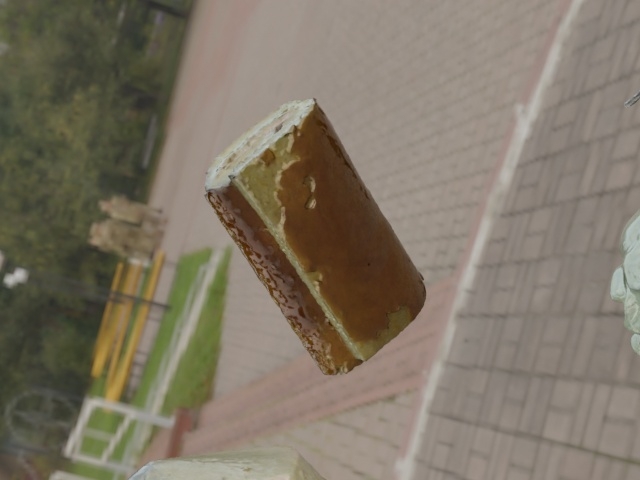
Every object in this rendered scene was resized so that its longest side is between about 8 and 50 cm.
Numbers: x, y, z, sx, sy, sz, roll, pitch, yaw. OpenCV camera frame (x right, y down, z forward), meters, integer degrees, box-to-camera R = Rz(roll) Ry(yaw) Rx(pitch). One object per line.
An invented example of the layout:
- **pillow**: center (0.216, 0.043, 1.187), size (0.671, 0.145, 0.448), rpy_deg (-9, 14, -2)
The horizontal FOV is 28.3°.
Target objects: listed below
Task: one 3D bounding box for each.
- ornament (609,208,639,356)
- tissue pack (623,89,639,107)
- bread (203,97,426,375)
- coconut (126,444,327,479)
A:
- **ornament**: center (0.253, 0.090, 0.659), size (0.120, 0.285, 0.130), rpy_deg (-31, 2, 5)
- **tissue pack**: center (0.219, -0.120, 0.544), size (0.193, 0.026, 0.122), rpy_deg (-25, -15, -38)
- **bread**: center (0.000, 0.000, 0.403), size (0.047, 0.083, 0.036), rpy_deg (-38, 27, -10)
- **coconut**: center (-0.064, 0.252, 0.889), size (0.241, 0.241, 0.241), rpy_deg (-164, 90, -79)
